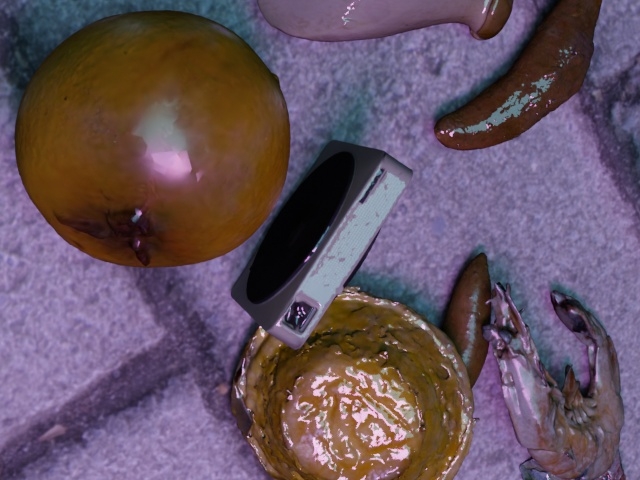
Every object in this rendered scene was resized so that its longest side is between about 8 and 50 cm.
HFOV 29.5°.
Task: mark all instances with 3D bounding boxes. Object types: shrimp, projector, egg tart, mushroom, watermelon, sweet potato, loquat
[{"bbox_3d":[0.339,0.185,1.731,0.247,0.085,0.360,-50,118,-32],"label":"shrimp"},{"bbox_3d":[0.000,0.000,1.545,0.079,0.259,0.257,34,89,-18],"label":"projector"},{"bbox_3d":[0.043,0.229,1.618,0.341,0.132,0.341,1,99,4],"label":"egg tart"},{"bbox_3d":[0.092,-0.323,1.598,0.350,0.128,0.128,-1,98,-19],"label":"mushroom"},{"bbox_3d":[0.398,0.362,1.809,0.187,0.071,0.139,37,83,-17],"label":"watermelon"},{"bbox_3d":[0.165,0.185,1.717,0.108,0.079,0.346,37,89,11],"label":"sweet potato"},{"bbox_3d":[-0.189,-0.137,1.465,0.328,0.328,0.359,23,52,-17],"label":"loquat"},{"bbox_3d":[0.305,-0.234,1.681,0.114,0.092,0.341,43,85,0],"label":"sweet potato"}]
